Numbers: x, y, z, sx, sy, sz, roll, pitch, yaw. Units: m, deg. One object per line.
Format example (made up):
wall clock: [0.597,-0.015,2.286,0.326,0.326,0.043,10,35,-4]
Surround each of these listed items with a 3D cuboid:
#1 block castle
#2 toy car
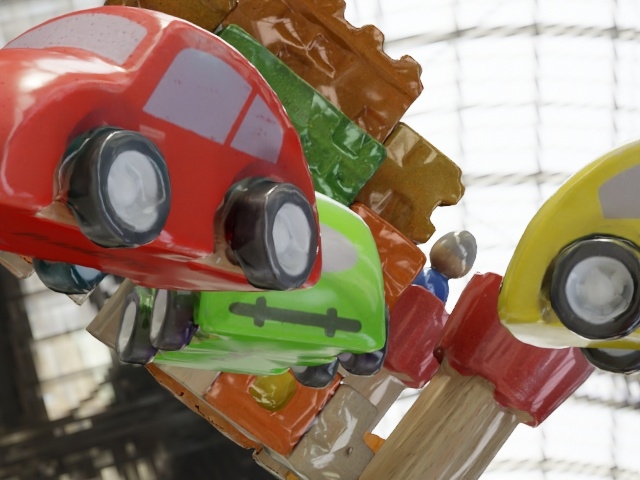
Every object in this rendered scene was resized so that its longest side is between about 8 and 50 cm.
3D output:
block castle: [-0.074,-0.039,1.089,0.453,0.213,0.303,39,-8,-12]
toy car: [0.000,0.000,0.453,0.225,0.239,0.053,158,-60,-69]
